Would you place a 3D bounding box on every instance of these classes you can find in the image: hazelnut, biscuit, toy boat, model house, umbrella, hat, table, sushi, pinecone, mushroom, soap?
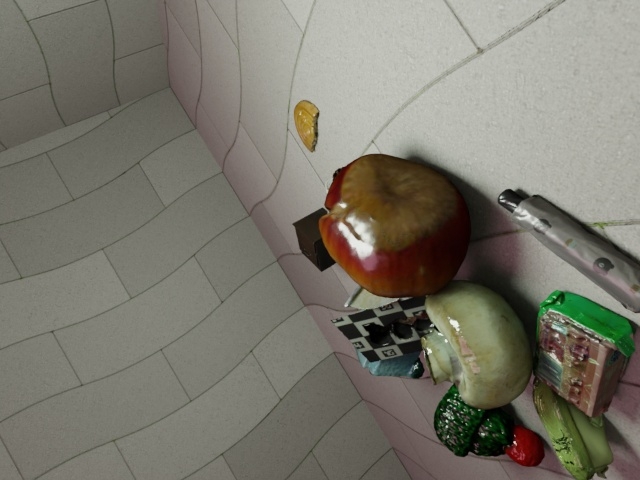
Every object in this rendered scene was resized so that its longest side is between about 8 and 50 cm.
[{"bbox_3d":[0.180,-0.028,1.111,0.409,0.359,0.359,46,157,44],"label":"hazelnut"},{"bbox_3d":[-0.058,-0.442,1.597,0.144,0.033,0.224,53,159,17],"label":"biscuit"},{"bbox_3d":[0.235,0.088,1.325,0.276,0.293,0.111,-6,150,46],"label":"toy boat"},{"bbox_3d":[0.285,0.319,1.652,0.294,0.252,0.329,-108,24,-58],"label":"model house"},{"bbox_3d":[0.492,0.004,0.834,0.337,0.067,0.073,48,147,32],"label":"umbrella"},{"bbox_3d":[0.550,0.629,1.393,0.332,0.242,0.274,29,159,34],"label":"hat"},{"bbox_3d":[0.000,0.000,1.890,0.169,0.173,0.193,42,154,40],"label":"table"},{"bbox_3d":[0.268,0.258,1.419,0.296,0.373,0.099,52,-152,-35],"label":"sushi"},{"bbox_3d":[0.084,-0.223,1.505,0.083,0.077,0.077,34,150,32],"label":"pinecone"},{"bbox_3d":[0.397,0.270,1.124,0.352,0.261,0.351,-20,-90,-83],"label":"mushroom"},{"bbox_3d":[0.573,0.256,0.956,0.218,0.098,0.273,36,150,49],"label":"soap"}]

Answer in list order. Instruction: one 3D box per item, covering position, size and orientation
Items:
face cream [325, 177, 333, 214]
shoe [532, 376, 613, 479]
[{"bbox_3d":[0.079,-0.091,1.672,0.102,0.102,0.345,45,155,36],"label":"face cream"},{"bbox_3d":[0.632,0.463,1.080,0.140,0.128,0.262,111,155,-56],"label":"shoe"}]
